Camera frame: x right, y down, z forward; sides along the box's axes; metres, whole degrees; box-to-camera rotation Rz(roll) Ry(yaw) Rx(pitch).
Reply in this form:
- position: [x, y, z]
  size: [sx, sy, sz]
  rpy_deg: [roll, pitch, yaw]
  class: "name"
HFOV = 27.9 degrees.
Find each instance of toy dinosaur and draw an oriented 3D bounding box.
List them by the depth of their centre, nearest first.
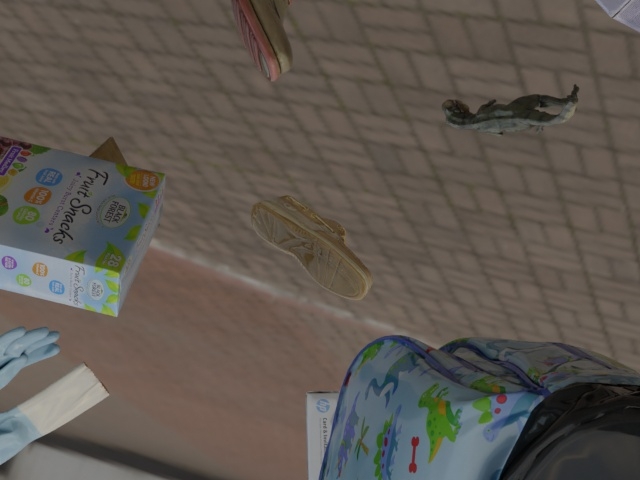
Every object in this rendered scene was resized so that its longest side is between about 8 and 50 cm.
- position: [0.284, -0.173, 1.756]
  size: [0.118, 0.064, 0.268]
  rpy_deg: [-11, -173, -35]
  class: "toy dinosaur"

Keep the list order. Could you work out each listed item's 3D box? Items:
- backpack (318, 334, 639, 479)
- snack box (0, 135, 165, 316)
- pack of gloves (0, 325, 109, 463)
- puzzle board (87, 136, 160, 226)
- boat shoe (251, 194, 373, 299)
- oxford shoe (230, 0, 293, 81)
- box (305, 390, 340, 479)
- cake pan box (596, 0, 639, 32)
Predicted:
- position: [0.129, 0.191, 0.895]
  size: [0.273, 0.290, 0.355]
  rpy_deg: [9, -170, 4]
  class: "backpack"
- position: [-0.286, -0.020, 1.361]
  size: [0.207, 0.174, 0.070]
  rpy_deg: [14, 130, 1]
  class: "snack box"
- position: [-0.378, 0.180, 1.457]
  size: [0.046, 0.232, 0.195]
  rpy_deg: [52, 171, 36]
  class: "pack of gloves"
- position: [-0.245, -0.043, 1.512]
  size: [0.011, 0.096, 0.128]
  rpy_deg: [-6, 121, 36]
  class: "puzzle board"
- position: [0.000, 0.000, 1.431]
  size: [0.170, 0.059, 0.063]
  rpy_deg: [38, 138, 24]
  class: "boat shoe"
- position: [-0.077, -0.392, 1.916]
  size: [0.130, 0.348, 0.123]
  rpy_deg: [-13, 153, -6]
  class: "oxford shoe"
- position: [0.008, 0.247, 1.304]
  size: [0.038, 0.186, 0.145]
  rpy_deg: [-3, 171, 2]
  class: "box"
- position: [0.517, -0.383, 1.731]
  size: [0.267, 0.070, 0.245]
  rpy_deg: [-46, 153, 26]
  class: "cake pan box"
